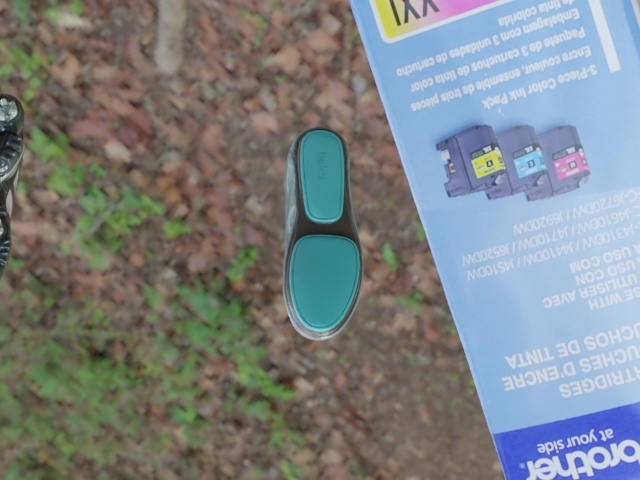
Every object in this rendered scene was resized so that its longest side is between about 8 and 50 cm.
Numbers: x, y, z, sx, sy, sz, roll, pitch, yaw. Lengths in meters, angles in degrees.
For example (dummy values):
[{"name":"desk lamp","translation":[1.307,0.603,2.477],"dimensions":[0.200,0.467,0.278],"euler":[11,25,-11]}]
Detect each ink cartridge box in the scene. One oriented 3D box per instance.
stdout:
[{"name":"ink cartridge box","translation":[0.166,-0.015,0.849],"dimensions":[0.151,0.270,0.395],"euler":[-18,93,21]}]

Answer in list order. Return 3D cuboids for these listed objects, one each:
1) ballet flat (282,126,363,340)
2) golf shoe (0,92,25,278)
[{"name":"ballet flat","translation":[0.000,0.000,1.297],"dimensions":[0.072,0.213,0.068],"euler":[4,153,-8]},{"name":"golf shoe","translation":[-0.329,-0.007,1.340],"dimensions":[0.105,0.273,0.120],"euler":[12,149,-2]}]
